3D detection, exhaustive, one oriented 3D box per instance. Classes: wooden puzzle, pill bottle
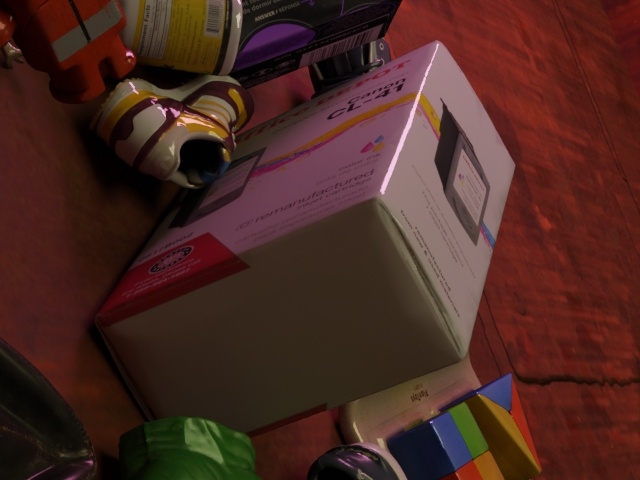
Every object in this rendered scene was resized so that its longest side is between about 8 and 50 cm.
[{"bbox_3d":[0.160,0.251,1.551,0.347,0.080,0.322,67,22,4],"label":"wooden puzzle"},{"bbox_3d":[-0.120,-0.160,1.298,0.116,0.065,0.065,8,48,-13],"label":"pill bottle"}]

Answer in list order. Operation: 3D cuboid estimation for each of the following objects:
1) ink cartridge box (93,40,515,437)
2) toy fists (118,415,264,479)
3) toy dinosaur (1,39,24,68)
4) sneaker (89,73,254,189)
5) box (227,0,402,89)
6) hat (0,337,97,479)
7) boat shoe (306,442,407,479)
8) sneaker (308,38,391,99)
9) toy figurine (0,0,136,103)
[{"bbox_3d":[0.000,0.000,1.257,0.131,0.226,0.306,59,22,-18],"label":"ink cartridge box"},{"bbox_3d":[-0.029,0.220,1.141,0.279,0.096,0.142,40,35,-49],"label":"toy fists"},{"bbox_3d":[-0.217,-0.169,1.198,0.092,0.053,0.183,56,11,20],"label":"toy dinosaur"},{"bbox_3d":[-0.092,-0.074,1.307,0.084,0.069,0.185,44,26,17],"label":"sneaker"},{"bbox_3d":[-0.059,-0.277,1.433,0.143,0.165,0.270,124,-55,-81],"label":"box"},{"bbox_3d":[-0.195,0.106,0.818,0.331,0.134,0.331,47,24,-28],"label":"hat"},{"bbox_3d":[0.065,0.268,1.301,0.254,0.095,0.079,67,21,7],"label":"boat shoe"},{"bbox_3d":[0.023,-0.107,1.579,0.226,0.086,0.163,3,75,-76],"label":"sneaker"},{"bbox_3d":[-0.206,-0.169,0.983,0.209,0.213,0.148,-84,156,-50],"label":"toy figurine"}]
